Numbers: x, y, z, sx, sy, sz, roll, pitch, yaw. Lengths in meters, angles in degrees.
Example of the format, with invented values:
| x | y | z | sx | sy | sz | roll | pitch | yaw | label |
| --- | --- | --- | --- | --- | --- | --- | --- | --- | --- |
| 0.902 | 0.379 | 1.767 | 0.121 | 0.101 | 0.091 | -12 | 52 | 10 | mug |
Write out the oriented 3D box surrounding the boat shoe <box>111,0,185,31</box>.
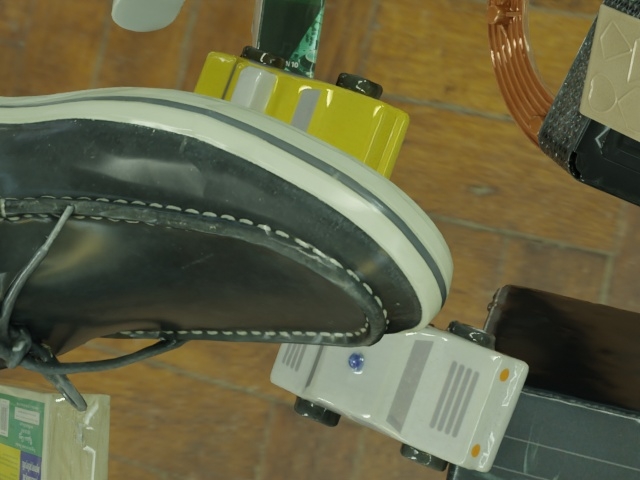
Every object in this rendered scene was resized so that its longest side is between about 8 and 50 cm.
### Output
| x | y | z | sx | sy | sz | roll | pitch | yaw | label |
| --- | --- | --- | --- | --- | --- | --- | --- | --- | --- |
| -0.128 | -0.257 | 1.523 | 0.219 | 0.078 | 0.070 | -35 | 52 | 55 | boat shoe |

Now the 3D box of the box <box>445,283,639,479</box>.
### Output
| x | y | z | sx | sy | sz | roll | pitch | yaw | label |
| --- | --- | --- | --- | --- | --- | --- | --- | --- | --- |
| 0.330 | 0.343 | 1.591 | 0.480 | 0.297 | 0.472 | 13 | 108 | 9 | box |

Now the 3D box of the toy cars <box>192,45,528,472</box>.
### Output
| x | y | z | sx | sy | sz | roll | pitch | yaw | label |
| --- | --- | --- | --- | --- | --- | --- | --- | --- | --- |
| 0.000 | 0.000 | 1.248 | 0.176 | 0.087 | 0.394 | -35 | 62 | 22 | toy cars |

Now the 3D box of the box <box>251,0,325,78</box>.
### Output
| x | y | z | sx | sy | sz | roll | pitch | yaw | label |
| --- | --- | --- | --- | --- | --- | --- | --- | --- | --- |
| -0.010 | -0.309 | 1.486 | 0.058 | 0.232 | 0.322 | 7 | 106 | -4 | box |

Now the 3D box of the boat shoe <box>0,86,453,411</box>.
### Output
| x | y | z | sx | sy | sz | roll | pitch | yaw | label |
| --- | --- | --- | --- | --- | --- | --- | --- | --- | --- |
| -0.171 | 0.008 | 0.993 | 0.500 | 0.187 | 0.156 | 8 | 59 | 19 | boat shoe |

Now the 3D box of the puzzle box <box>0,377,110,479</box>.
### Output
| x | y | z | sx | sy | sz | roll | pitch | yaw | label |
| --- | --- | --- | --- | --- | --- | --- | --- | --- | --- |
| -0.262 | 0.256 | 1.507 | 0.409 | 0.052 | 0.272 | 176 | 97 | -67 | puzzle box |

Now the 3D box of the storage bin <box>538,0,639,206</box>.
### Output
| x | y | z | sx | sy | sz | roll | pitch | yaw | label |
| --- | --- | --- | --- | --- | --- | --- | --- | --- | --- |
| 0.299 | -0.132 | 1.651 | 0.180 | 0.122 | 0.084 | -64 | 21 | 13 | storage bin |

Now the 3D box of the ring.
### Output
| x | y | z | sx | sy | sz | roll | pitch | yaw | label |
| --- | --- | --- | --- | --- | --- | --- | --- | --- | --- |
| 0.279 | -0.236 | 1.814 | 0.336 | 0.032 | 0.336 | 2 | 93 | 53 | ring |

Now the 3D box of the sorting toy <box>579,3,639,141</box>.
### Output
| x | y | z | sx | sy | sz | roll | pitch | yaw | label |
| --- | --- | --- | --- | --- | --- | --- | --- | --- | --- |
| 0.155 | -0.094 | 0.871 | 0.062 | 0.012 | 0.083 | 38 | 125 | 54 | sorting toy |
